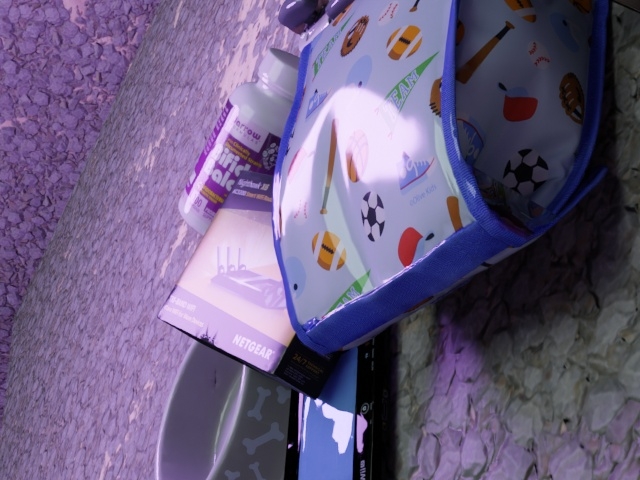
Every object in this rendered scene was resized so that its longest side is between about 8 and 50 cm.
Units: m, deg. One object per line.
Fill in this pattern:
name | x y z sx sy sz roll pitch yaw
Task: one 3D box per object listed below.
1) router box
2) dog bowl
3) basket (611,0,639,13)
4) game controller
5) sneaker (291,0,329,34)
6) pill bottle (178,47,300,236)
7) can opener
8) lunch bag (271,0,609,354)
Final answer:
router box | -0.057 0.044 1.325 0.308 0.081 0.243 14 72 54
dog bowl | -0.131 0.252 1.467 0.349 0.102 0.349 -47 32 42
basket | 0.310 -0.321 0.916 0.204 0.154 0.227 47 118 49
game controller | 0.018 0.222 1.203 0.166 0.067 0.319 -43 34 46
sneaker | -0.005 -0.444 1.822 0.188 0.071 0.066 -54 27 33
pill bottle | -0.093 -0.144 1.635 0.302 0.169 0.169 -62 24 18
can opener | 0.025 -0.407 1.712 0.280 0.093 0.074 -30 43 50
lunch bag | 0.113 -0.093 1.050 0.328 0.238 0.386 -38 31 48
